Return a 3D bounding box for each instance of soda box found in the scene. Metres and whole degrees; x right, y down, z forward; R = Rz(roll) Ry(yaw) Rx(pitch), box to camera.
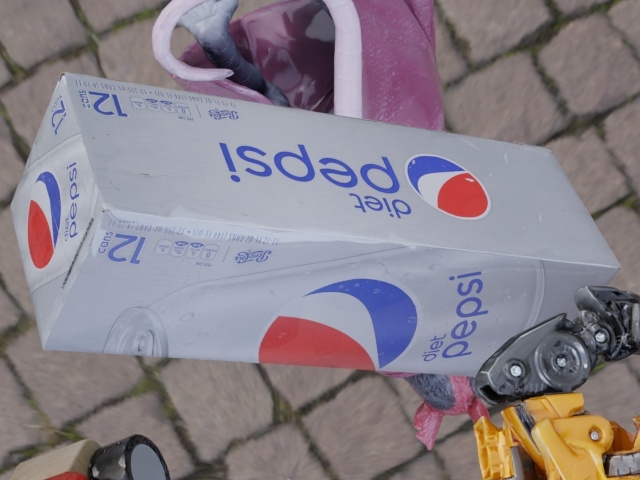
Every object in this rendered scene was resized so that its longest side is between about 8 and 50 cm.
[{"bbox_3d":[0.000,0.000,0.809,0.286,0.091,0.098,6,41,-30],"label":"soda box"}]

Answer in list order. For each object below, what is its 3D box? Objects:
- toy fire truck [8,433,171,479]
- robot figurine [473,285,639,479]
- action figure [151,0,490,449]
[{"bbox_3d":[-0.131,0.269,1.042,0.158,0.246,0.217,-21,112,22],"label":"toy fire truck"},{"bbox_3d":[0.197,0.123,0.761,0.291,0.085,0.211,-4,75,-18],"label":"robot figurine"},{"bbox_3d":[0.053,-0.025,1.143,0.248,0.276,0.370,-22,92,-1],"label":"action figure"}]
